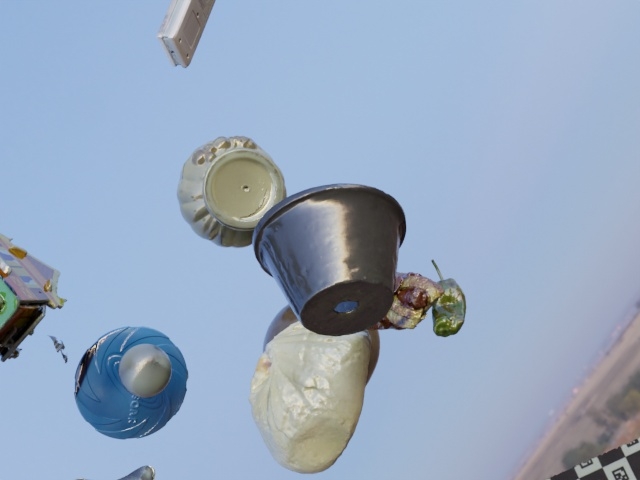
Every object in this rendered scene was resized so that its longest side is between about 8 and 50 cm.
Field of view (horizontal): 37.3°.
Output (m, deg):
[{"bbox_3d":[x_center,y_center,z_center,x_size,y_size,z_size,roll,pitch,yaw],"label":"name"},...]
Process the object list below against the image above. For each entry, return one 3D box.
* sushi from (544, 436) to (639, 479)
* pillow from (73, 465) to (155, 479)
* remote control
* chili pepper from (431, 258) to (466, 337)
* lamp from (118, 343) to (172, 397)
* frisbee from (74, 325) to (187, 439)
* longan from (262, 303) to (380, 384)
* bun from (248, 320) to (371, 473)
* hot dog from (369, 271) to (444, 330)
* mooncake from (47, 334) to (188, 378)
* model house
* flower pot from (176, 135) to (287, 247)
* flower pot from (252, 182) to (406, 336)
[{"bbox_3d":[0.689,0.634,2.069,0.343,0.359,0.064,-19,-14,-18],"label":"sushi"},{"bbox_3d":[-0.318,0.407,1.474,0.136,0.091,0.055,-6,-44,-22],"label":"pillow"},{"bbox_3d":[-0.301,-0.540,2.189,0.103,0.056,0.277,67,-145,-57],"label":"remote control"},{"bbox_3d":[0.271,0.128,1.999,0.204,0.072,0.073,-79,-20,-52],"label":"chili pepper"},{"bbox_3d":[-0.340,0.253,1.842,0.105,0.105,0.105,-47,-18,-20],"label":"lamp"},{"bbox_3d":[-0.388,0.298,1.968,0.242,0.242,0.045,-48,21,-15],"label":"frisbee"},{"bbox_3d":[0.006,0.280,2.449,0.319,0.319,0.319,-47,-18,-20],"label":"longan"},{"bbox_3d":[-0.035,0.321,2.056,0.352,0.227,0.348,-139,69,-83],"label":"bun"},{"bbox_3d":[0.155,0.123,1.949,0.146,0.103,0.213,-50,14,-27],"label":"hot dog"},{"bbox_3d":[-0.498,0.301,2.328,0.347,0.150,0.057,15,-87,-35],"label":"mooncake"},{"bbox_3d":[-0.669,0.079,1.795,0.242,0.358,0.313,-48,-13,5],"label":"model house"},{"bbox_3d":[-0.223,-0.133,2.522,0.307,0.307,0.244,-49,12,-12],"label":"flower pot"},{"bbox_3d":[0.028,0.048,1.556,0.269,0.166,0.269,-7,-40,-6],"label":"flower pot"}]
